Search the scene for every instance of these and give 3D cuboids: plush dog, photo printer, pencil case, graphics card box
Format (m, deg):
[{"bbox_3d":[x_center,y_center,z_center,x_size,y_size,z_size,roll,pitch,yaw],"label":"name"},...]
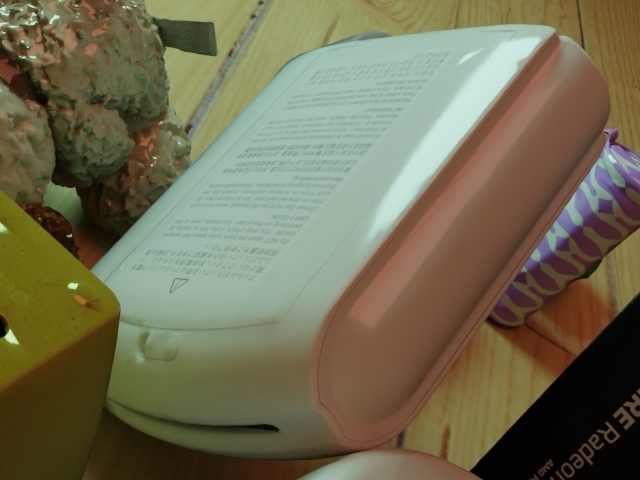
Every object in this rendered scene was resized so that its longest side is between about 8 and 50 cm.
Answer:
[{"bbox_3d":[-0.211,-0.090,0.792,0.262,0.210,0.225,36,52,-4],"label":"plush dog"},{"bbox_3d":[0.000,0.000,0.735,0.307,0.256,0.107,-50,123,-30],"label":"photo printer"},{"bbox_3d":[0.223,-0.008,1.120,0.088,0.206,0.086,50,24,10],"label":"pencil case"},{"bbox_3d":[0.210,0.113,0.752,0.094,0.371,0.233,50,30,22],"label":"graphics card box"}]

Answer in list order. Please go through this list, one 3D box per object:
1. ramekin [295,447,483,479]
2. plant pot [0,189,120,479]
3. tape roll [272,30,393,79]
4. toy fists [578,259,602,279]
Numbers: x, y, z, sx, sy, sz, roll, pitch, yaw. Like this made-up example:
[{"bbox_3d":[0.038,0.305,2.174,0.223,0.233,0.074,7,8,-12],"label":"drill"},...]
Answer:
[{"bbox_3d":[0.037,0.236,0.576,0.277,0.135,0.277,31,36,-26],"label":"ramekin"},{"bbox_3d":[-0.213,0.067,0.531,0.212,0.187,0.212,42,28,6],"label":"plant pot"},{"bbox_3d":[0.043,-0.060,1.015,0.219,0.072,0.219,25,59,-51],"label":"tape roll"},{"bbox_3d":[0.184,-0.065,1.270,0.142,0.096,0.279,-3,50,-49],"label":"toy fists"}]
